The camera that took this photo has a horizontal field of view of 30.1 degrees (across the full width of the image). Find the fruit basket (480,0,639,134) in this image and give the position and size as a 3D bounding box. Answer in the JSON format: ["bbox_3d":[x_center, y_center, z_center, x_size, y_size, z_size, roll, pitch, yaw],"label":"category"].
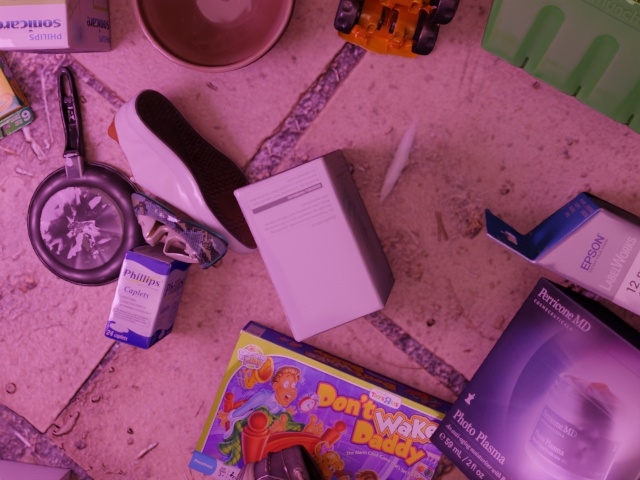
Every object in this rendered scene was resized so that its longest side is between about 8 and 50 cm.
[{"bbox_3d":[0.435,-0.366,1.588,0.392,0.283,0.392,6,114,14],"label":"fruit basket"}]

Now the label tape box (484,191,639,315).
[{"bbox_3d":[0.403,0.013,1.630,0.348,0.249,0.115,28,100,3],"label":"label tape box"}]

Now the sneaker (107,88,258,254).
[{"bbox_3d":[-0.203,-0.090,1.787,0.123,0.106,0.290,-29,104,45],"label":"sneaker"}]

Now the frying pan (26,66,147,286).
[{"bbox_3d":[-0.345,-0.084,1.817,0.197,0.053,0.326,15,102,4],"label":"frying pan"}]

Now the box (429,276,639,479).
[{"bbox_3d":[0.360,0.257,1.636,0.296,0.183,0.294,41,102,41],"label":"box"}]

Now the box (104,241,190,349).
[{"bbox_3d":[-0.256,0.080,1.784,0.072,0.126,0.137,17,99,6],"label":"box"}]

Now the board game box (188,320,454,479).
[{"bbox_3d":[0.004,0.297,1.804,0.347,0.078,0.233,22,99,4],"label":"board game box"}]

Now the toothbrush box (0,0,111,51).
[{"bbox_3d":[-0.389,-0.412,1.697,0.122,0.206,0.283,0,97,6],"label":"toothbrush box"}]

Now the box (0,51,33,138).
[{"bbox_3d":[-0.525,-0.239,1.819,0.105,0.043,0.179,-28,95,10],"label":"box"}]

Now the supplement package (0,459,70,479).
[{"bbox_3d":[-0.482,0.484,1.860,0.139,0.134,0.244,7,98,6],"label":"supplement package"}]

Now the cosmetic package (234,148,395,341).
[{"bbox_3d":[0.000,0.000,1.691,0.138,0.224,0.224,-21,95,9],"label":"cosmetic package"}]

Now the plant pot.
[{"bbox_3d":[-0.147,-0.361,1.722,0.237,0.110,0.237,1,97,6],"label":"plant pot"}]

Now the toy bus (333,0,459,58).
[{"bbox_3d":[0.116,-0.390,1.664,0.150,0.220,0.211,13,68,-7],"label":"toy bus"}]

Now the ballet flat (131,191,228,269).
[{"bbox_3d":[-0.223,-0.012,1.748,0.188,0.070,0.070,26,101,30],"label":"ballet flat"}]

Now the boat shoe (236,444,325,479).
[{"bbox_3d":[0.022,0.451,1.716,0.130,0.132,0.355,-36,95,13],"label":"boat shoe"}]
